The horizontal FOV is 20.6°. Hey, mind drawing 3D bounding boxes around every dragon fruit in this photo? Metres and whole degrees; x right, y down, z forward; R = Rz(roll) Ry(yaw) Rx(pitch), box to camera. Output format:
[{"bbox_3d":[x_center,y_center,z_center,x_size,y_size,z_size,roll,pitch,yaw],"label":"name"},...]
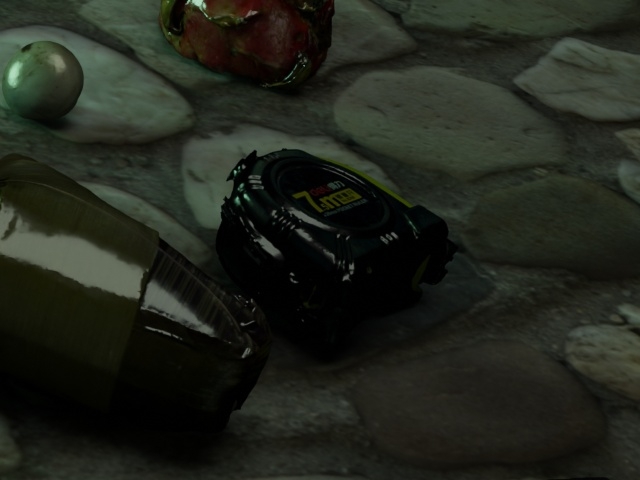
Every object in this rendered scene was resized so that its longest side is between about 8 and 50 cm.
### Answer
[{"bbox_3d":[-0.090,-0.290,1.987,0.211,0.147,0.282,-8,39,-33],"label":"dragon fruit"}]

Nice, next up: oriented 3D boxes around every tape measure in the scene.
[{"bbox_3d":[0.000,0.000,1.590,0.186,0.112,0.199,38,31,22],"label":"tape measure"}]

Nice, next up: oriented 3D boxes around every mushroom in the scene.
[{"bbox_3d":[-0.274,-0.156,1.771,0.085,0.085,0.079,27,-2,20],"label":"mushroom"}]

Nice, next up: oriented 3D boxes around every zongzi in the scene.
[{"bbox_3d":[-0.172,0.021,1.455,0.289,0.154,0.317,23,25,-2],"label":"zongzi"}]

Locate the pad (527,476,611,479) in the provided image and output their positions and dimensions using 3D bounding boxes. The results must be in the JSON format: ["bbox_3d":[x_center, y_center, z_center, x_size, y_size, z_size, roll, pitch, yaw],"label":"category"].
[{"bbox_3d":[0.137,0.218,1.325,0.299,0.005,0.202,1,12,-23],"label":"pad"}]
